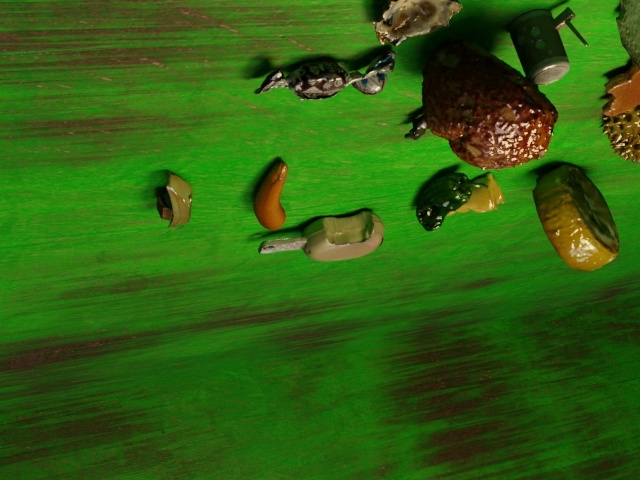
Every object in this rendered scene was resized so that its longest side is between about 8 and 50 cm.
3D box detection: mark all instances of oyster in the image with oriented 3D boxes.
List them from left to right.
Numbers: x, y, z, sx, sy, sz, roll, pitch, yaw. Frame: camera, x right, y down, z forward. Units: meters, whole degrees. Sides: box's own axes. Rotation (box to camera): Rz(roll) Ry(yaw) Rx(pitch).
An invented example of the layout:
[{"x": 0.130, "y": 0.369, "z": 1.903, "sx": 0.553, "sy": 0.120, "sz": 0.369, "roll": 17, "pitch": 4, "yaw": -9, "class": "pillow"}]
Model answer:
[{"x": 0.124, "y": -0.321, "z": 1.334, "sx": 0.103, "sy": 0.051, "sz": 0.148, "roll": 24, "pitch": 140, "yaw": -37, "class": "oyster"}]

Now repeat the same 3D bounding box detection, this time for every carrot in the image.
[{"x": -0.099, "y": -0.083, "z": 1.871, "sx": 0.066, "sy": 0.062, "sz": 0.271, "roll": 17, "pitch": 158, "yaw": 6, "class": "carrot"}]

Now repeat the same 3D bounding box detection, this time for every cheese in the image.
[{"x": 0.000, "y": 0.000, "z": 2.158, "sx": 0.286, "sy": 0.082, "sz": 0.163, "roll": -8, "pitch": 160, "yaw": -20, "class": "cheese"}]

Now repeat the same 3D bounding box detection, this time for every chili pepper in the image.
[{"x": 0.273, "y": -0.087, "z": 2.112, "sx": 0.074, "sy": 0.100, "sz": 0.257, "roll": -57, "pitch": -177, "yaw": -19, "class": "chili pepper"}]

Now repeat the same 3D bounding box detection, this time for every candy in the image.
[{"x": 0.009, "y": -0.252, "z": 1.459, "sx": 0.226, "sy": 0.051, "sz": 0.094, "roll": -12, "pitch": 152, "yaw": -17, "class": "candy"}, {"x": 0.590, "y": -0.052, "z": 2.211, "sx": 0.118, "sy": 0.260, "sz": 0.260, "roll": -34, "pitch": 155, "yaw": 32, "class": "candy"}]

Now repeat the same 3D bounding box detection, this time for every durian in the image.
[{"x": 0.708, "y": -0.231, "z": 1.978, "sx": 0.250, "sy": 0.138, "sz": 0.183, "roll": -10, "pitch": 171, "yaw": 3, "class": "durian"}]

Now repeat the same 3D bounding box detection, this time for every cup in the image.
[{"x": 0.358, "y": -0.304, "z": 1.499, "sx": 0.102, "sy": 0.099, "sz": 0.074, "roll": -17, "pitch": 163, "yaw": 5, "class": "cup"}]

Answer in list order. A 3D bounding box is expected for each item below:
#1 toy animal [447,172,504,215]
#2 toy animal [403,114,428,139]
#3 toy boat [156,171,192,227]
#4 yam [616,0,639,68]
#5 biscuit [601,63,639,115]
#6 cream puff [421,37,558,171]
[{"x": 0.334, "y": -0.098, "z": 2.187, "sx": 0.159, "sy": 0.083, "sz": 0.070, "roll": -15, "pitch": -167, "yaw": 38, "class": "toy animal"}, {"x": 0.209, "y": -0.218, "z": 1.730, "sx": 0.136, "sy": 0.047, "sz": 0.065, "roll": -22, "pitch": 156, "yaw": 24, "class": "toy animal"}, {"x": -0.268, "y": -0.072, "z": 1.753, "sx": 0.066, "sy": 0.065, "sz": 0.172, "roll": 7, "pitch": 156, "yaw": -6, "class": "toy boat"}, {"x": 0.617, "y": -0.349, "z": 1.498, "sx": 0.268, "sy": 0.161, "sz": 0.161, "roll": -12, "pitch": 162, "yaw": -4, "class": "yam"}, {"x": 0.630, "y": -0.316, "z": 1.789, "sx": 0.183, "sy": 0.043, "sz": 0.280, "roll": -9, "pitch": 157, "yaw": -31, "class": "biscuit"}, {"x": 0.257, "y": -0.202, "z": 1.505, "sx": 0.164, "sy": 0.240, "sz": 0.240, "roll": -62, "pitch": 153, "yaw": 2, "class": "cream puff"}]
